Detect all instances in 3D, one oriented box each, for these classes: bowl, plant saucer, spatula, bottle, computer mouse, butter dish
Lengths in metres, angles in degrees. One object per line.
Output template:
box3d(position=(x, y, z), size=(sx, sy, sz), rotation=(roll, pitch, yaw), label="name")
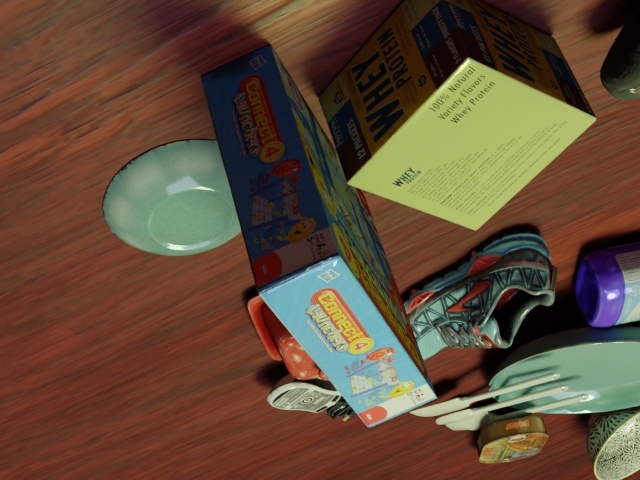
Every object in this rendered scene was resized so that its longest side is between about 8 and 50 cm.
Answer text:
box3d(position=(0.498, 0.312, 2.084), size=(0.170, 0.080, 0.170), rotation=(-21, 137, -22), label="bowl")
box3d(position=(-0.154, -0.036, 1.463), size=(0.195, 0.037, 0.195), rotation=(-10, 140, -9), label="plant saucer")
box3d(position=(0.281, 0.251, 1.938), size=(0.242, 0.019, 0.168), rotation=(-20, 148, 26), label="spatula")
box3d(position=(0.505, 0.047, 1.772), size=(0.283, 0.092, 0.118), rotation=(-10, 141, -10), label="bottle")
box3d(position=(0.410, 0.193, 1.891), size=(0.318, 0.043, 0.317), rotation=(-1, 154, -1), label="plant saucer")
box3d(position=(0.000, 0.217, 1.825), size=(0.193, 0.042, 0.106), rotation=(17, 135, -43), label="computer mouse")
box3d(position=(0.002, 0.131, 1.657), size=(0.160, 0.118, 0.160), rotation=(-18, 142, 1), label="butter dish")

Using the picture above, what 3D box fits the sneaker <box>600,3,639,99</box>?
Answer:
box3d(position=(0.361, -0.289, 1.323), size=(0.162, 0.106, 0.281), rotation=(25, 115, -34), label="sneaker")

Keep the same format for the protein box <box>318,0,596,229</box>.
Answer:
box3d(position=(0.145, -0.144, 1.369), size=(0.201, 0.136, 0.200), rotation=(17, 130, -37), label="protein box")

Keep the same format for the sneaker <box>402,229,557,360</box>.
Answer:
box3d(position=(0.204, 0.100, 1.692), size=(0.104, 0.125, 0.262), rotation=(25, 125, -40), label="sneaker")

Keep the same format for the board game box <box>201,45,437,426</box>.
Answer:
box3d(position=(0.000, 0.000, 1.353), size=(0.086, 0.302, 0.308), rotation=(-25, 141, 8), label="board game box")

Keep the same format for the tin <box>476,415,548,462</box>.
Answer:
box3d(position=(0.307, 0.322, 2.033), size=(0.106, 0.040, 0.189), rotation=(-12, 158, -3), label="tin")
